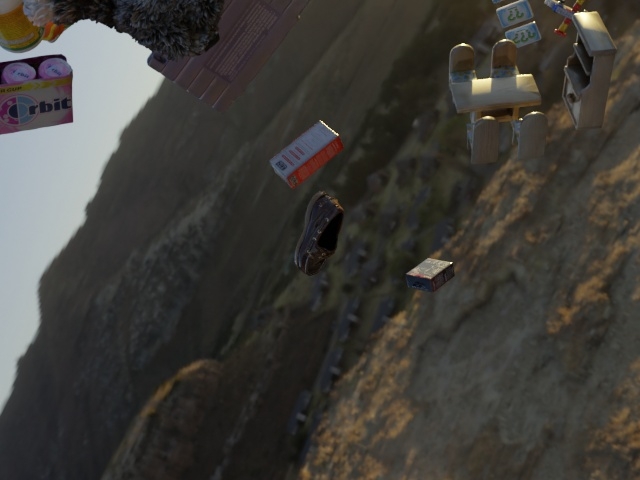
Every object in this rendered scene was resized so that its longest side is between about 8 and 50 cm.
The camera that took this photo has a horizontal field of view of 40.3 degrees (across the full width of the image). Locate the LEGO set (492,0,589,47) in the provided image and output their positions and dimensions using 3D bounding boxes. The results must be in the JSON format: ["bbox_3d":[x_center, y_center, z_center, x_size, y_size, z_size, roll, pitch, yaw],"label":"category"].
[{"bbox_3d":[0.529,-0.546,2.016,0.244,0.182,0.060,-15,35,24],"label":"LEGO set"}]

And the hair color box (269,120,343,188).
[{"bbox_3d":[-0.029,-0.180,1.820,0.141,0.043,0.072,-38,51,-8],"label":"hair color box"}]

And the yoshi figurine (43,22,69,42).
[{"bbox_3d":[-0.648,-0.653,2.254,0.202,0.204,0.362,-17,22,26],"label":"yoshi figurine"}]

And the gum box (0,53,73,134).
[{"bbox_3d":[-0.509,-0.244,1.471,0.062,0.188,0.107,59,151,33],"label":"gum box"}]

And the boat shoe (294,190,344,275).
[{"bbox_3d":[0.000,0.000,1.767,0.073,0.073,0.207,-28,-35,-35],"label":"boat shoe"}]

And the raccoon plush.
[{"bbox_3d":[-0.293,-0.493,1.615,0.446,0.216,0.299,-22,-15,-38],"label":"raccoon plush"}]

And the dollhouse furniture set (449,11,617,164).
[{"bbox_3d":[0.339,-0.264,1.430,0.161,0.241,0.212,83,-179,-46],"label":"dollhouse furniture set"}]

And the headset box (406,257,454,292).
[{"bbox_3d":[0.212,0.069,1.704,0.062,0.032,0.083,10,33,43],"label":"headset box"}]

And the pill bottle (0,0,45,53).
[{"bbox_3d":[-0.710,-0.531,1.971,0.208,0.117,0.118,85,-156,-63],"label":"pill bottle"}]

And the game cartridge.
[{"bbox_3d":[-0.210,-0.489,2.021,0.355,0.230,0.068,-49,33,19],"label":"game cartridge"}]
